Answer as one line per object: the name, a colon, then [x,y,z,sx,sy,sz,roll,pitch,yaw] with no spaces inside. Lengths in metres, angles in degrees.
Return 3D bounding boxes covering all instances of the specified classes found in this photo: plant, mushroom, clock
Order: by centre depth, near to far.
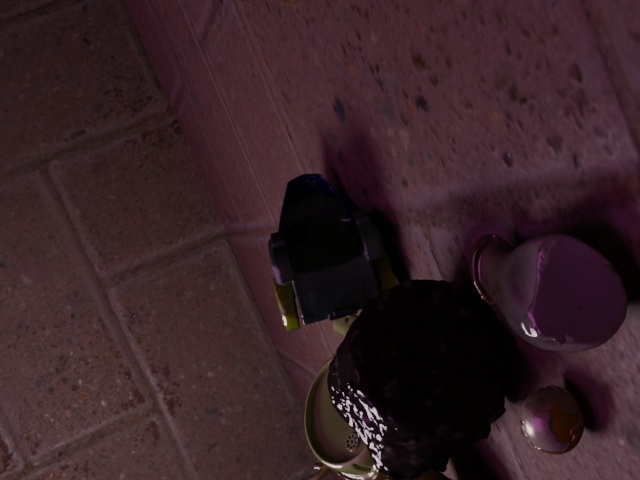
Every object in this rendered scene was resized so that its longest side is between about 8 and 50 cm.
mushroom: [0.217,0.046,0.805,0.225,0.093,0.116,-178,76,-86]
plant: [0.131,0.206,1.128,0.213,0.215,0.312,56,167,23]
clock: [0.067,0.292,1.361,0.096,0.308,0.235,21,-178,-39]

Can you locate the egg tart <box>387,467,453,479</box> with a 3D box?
egg tart: [0.189,0.468,1.392,0.290,0.115,0.290,37,164,13]

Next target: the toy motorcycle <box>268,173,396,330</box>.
toy motorcycle: [0.000,0.000,1.394,0.326,0.191,0.200,-110,5,-67]

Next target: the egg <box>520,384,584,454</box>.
egg: [0.263,0.206,0.923,0.071,0.071,0.083,41,156,60]

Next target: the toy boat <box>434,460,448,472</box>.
toy boat: [0.163,0.310,1.452,0.223,0.100,0.097,62,-169,14]
